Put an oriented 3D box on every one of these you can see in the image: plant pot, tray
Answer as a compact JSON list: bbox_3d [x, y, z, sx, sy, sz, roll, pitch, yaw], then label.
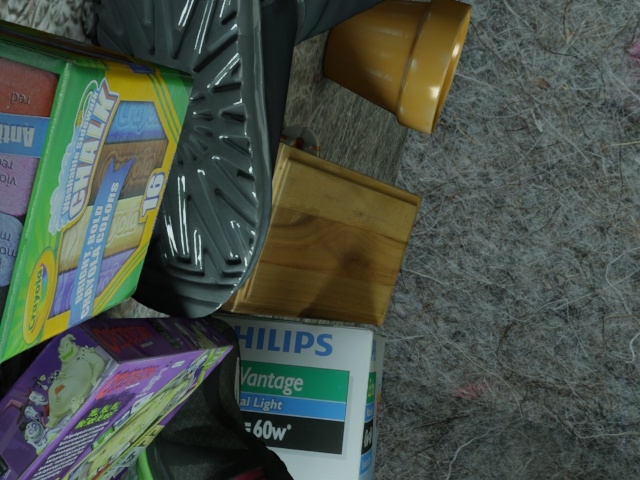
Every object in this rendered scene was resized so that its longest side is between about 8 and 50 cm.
[{"bbox_3d":[0.112,-0.288,1.595,0.205,0.188,0.205,18,90,-83],"label":"plant pot"},{"bbox_3d":[0.000,0.000,1.367,0.411,0.076,0.203,13,95,-60],"label":"tray"}]

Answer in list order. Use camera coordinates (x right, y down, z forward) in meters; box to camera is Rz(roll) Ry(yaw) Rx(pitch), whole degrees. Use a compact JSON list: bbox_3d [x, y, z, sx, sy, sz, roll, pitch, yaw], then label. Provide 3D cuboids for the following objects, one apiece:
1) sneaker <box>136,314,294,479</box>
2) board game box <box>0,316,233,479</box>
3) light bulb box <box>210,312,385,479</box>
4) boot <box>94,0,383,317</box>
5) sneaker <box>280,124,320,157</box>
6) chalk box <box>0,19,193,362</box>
[{"bbox_3d":[-0.077,0.304,1.117,0.185,0.202,0.483,52,24,-64],"label":"sneaker"},{"bbox_3d":[-0.180,0.148,0.788,0.208,0.056,0.347,-45,172,1],"label":"board game box"},{"bbox_3d":[-0.039,0.293,1.455,0.358,0.225,0.361,44,51,-81],"label":"light bulb box"},{"bbox_3d":[-0.017,-0.190,0.885,0.445,0.146,0.367,-52,157,-51],"label":"boot"},{"bbox_3d":[-0.041,-0.053,1.454,0.083,0.084,0.215,-39,145,-85],"label":"sneaker"},{"bbox_3d":[-0.162,-0.035,0.465,0.213,0.132,0.132,-35,142,-79],"label":"chalk box"}]
